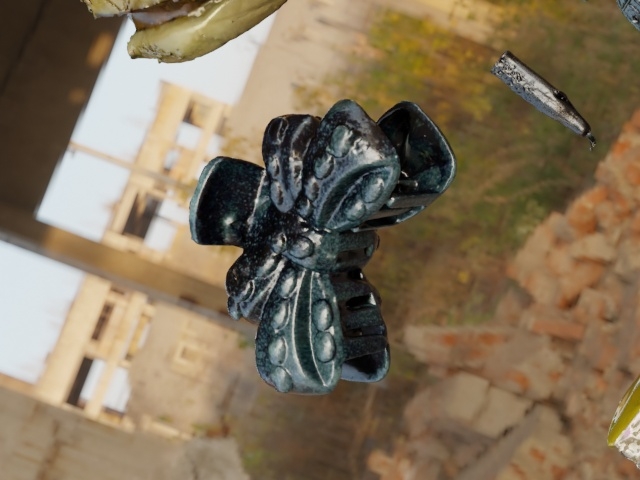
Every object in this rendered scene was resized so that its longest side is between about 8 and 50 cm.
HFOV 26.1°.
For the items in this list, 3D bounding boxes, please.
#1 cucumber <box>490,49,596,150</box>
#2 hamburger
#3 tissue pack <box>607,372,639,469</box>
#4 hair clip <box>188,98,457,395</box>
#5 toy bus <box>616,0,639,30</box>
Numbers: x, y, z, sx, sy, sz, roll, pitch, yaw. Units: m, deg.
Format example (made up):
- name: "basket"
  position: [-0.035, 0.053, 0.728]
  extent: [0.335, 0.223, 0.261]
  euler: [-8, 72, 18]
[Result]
- name: "cucumber"
  position: [0.281, -0.172, 1.687]
  extent: [0.043, 0.163, 0.039]
  euler: [-35, -22, -42]
- name: "hamburger"
  position: [-0.064, -0.240, 1.109]
  extent: [0.262, 0.124, 0.131]
  euler: [-39, 25, -22]
- name: "tissue pack"
  position: [0.401, 0.113, 1.315]
  extent: [0.271, 0.134, 0.192]
  euler: [-54, -12, 13]
- name: "hair clip"
  position: [-0.003, -0.005, 1.387]
  extent: [0.194, 0.206, 0.310]
  euler: [-3, -63, -47]
- name: "toy bus"
  position: [0.424, -0.322, 1.638]
  extent: [0.089, 0.087, 0.194]
  euler: [-39, -12, -21]
